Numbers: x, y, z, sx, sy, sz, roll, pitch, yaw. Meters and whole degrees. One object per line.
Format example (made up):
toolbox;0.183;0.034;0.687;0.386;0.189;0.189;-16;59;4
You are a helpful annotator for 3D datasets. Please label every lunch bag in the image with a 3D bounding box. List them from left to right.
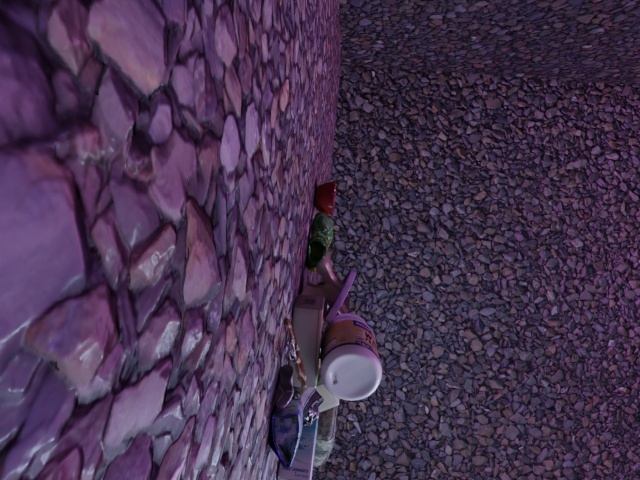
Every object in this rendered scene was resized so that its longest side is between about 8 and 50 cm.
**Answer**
lunch bag;-0.098;0.564;1.192;0.129;0.096;0.151;-10;96;-87
lunch bag;-0.028;0.967;2.066;0.305;0.212;0.256;-78;172;-59

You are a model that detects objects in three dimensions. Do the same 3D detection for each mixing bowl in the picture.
mixing bowl;0.021;-0.207;1.990;0.181;0.098;0.181;5;90;-87

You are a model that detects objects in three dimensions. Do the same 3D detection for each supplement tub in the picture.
supplement tub;0.114;0.446;1.601;0.316;0.228;0.228;-88;-178;-73

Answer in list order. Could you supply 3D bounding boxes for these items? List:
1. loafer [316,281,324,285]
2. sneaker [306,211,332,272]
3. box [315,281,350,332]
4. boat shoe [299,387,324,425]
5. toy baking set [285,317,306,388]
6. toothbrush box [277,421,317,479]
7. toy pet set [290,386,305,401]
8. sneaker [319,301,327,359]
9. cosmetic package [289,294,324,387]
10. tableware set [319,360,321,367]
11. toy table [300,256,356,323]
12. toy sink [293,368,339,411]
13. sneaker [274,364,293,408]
loafer;-0.021;0.354;2.316;0.102;0.092;0.268;80;32;-63
sneaker;0.000;0.000;1.865;0.123;0.109;0.296;98;-1;-68
box;0.036;0.330;2.022;0.167;0.168;0.203;56;22;-23
boat shoe;-0.054;0.645;1.519;0.108;0.102;0.301;-53;169;7
toy baking set;-0.082;0.357;1.257;0.256;0.030;0.197;-112;-175;-59
toothbrush box;-0.085;0.839;1.610;0.295;0.126;0.216;-82;177;-49
toy pet set;-0.109;0.589;1.565;0.114;0.065;0.122;-52;169;1
sneaker;-0.048;0.387;1.829;0.146;0.122;0.331;125;-25;-58
cosmetic package;-0.053;0.379;1.539;0.160;0.113;0.309;-74;168;-79
tableware set;-0.038;0.695;2.239;0.141;0.020;0.169;-35;139;-27
toy table;0.030;0.196;1.702;0.252;0.161;0.274;-60;178;37
toy sink;-0.043;0.689;1.835;0.153;0.234;0.131;-66;132;-77
sneaker;-0.107;0.451;1.221;0.152;0.053;0.061;-80;177;-62
